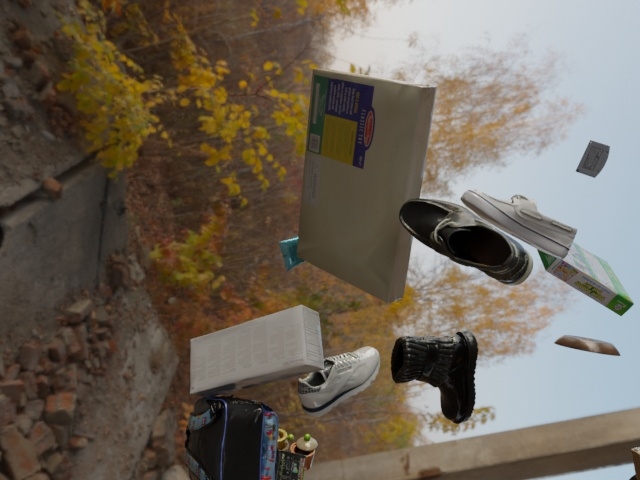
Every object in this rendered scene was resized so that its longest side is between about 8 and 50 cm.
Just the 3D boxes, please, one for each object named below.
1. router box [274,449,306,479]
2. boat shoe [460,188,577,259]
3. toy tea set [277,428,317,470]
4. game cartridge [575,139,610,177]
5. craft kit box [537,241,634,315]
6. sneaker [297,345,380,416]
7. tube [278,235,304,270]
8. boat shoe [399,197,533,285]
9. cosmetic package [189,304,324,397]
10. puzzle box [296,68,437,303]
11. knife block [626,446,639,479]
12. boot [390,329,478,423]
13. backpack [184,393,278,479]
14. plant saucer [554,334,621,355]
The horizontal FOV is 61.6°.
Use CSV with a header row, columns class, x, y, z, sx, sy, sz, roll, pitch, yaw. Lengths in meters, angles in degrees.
class,x,y,z,sx,sy,sz,roll,pitch,yaw
router box,-0.094,0.648,1.480,0.038,0.092,0.123,-30,-137,50
boat shoe,0.417,-0.054,1.129,0.084,0.258,0.095,-62,-170,4
toy tea set,-0.179,0.596,1.598,0.200,0.335,0.124,-131,-136,-70
game cartridge,0.669,-0.198,1.314,0.017,0.056,0.083,5,110,-61
craft kit box,0.731,0.073,1.520,0.061,0.246,0.250,-61,-178,27
sneaker,0.048,0.302,1.230,0.090,0.235,0.095,12,-57,47
tube,0.000,0.000,1.308,0.052,0.207,0.080,29,-41,61
boat shoe,0.207,-0.012,0.819,0.079,0.084,0.233,15,14,-48
cosmetic package,-0.111,0.190,0.899,0.060,0.239,0.099,35,42,-50
puzzle box,0.075,-0.113,1.052,0.272,0.052,0.409,26,-61,41
knife block,0.912,0.674,1.402,0.275,0.088,0.242,146,-67,-87
boot,0.354,0.448,1.724,0.131,0.260,0.348,-136,-138,-67
backpack,-0.159,0.339,0.898,0.173,0.116,0.158,-20,-116,56
plant saucer,0.872,0.339,1.756,0.198,0.198,0.036,49,49,-86
